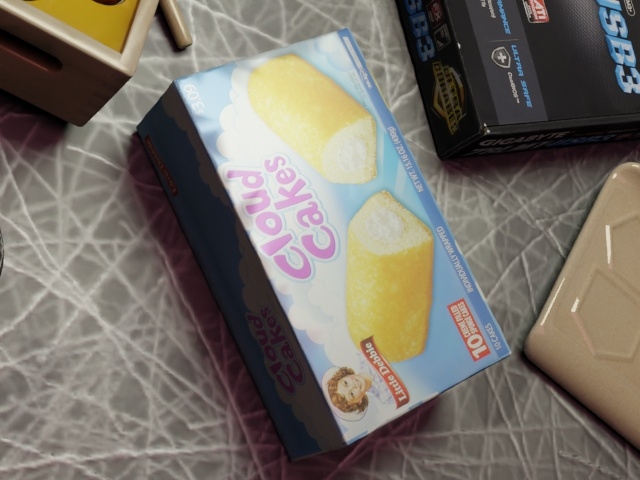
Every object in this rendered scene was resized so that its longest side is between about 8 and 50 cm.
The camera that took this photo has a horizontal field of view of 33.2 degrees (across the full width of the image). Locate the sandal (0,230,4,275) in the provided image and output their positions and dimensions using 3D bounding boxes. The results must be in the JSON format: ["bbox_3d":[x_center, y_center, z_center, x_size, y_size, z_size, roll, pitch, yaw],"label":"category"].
[{"bbox_3d":[-0.373,-0.092,0.582,0.446,0.107,0.167,38,60,-11],"label":"sandal"}]

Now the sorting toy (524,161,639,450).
[{"bbox_3d":[0.280,0.066,0.912,0.193,0.038,0.208,39,65,-11],"label":"sorting toy"}]

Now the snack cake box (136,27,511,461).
[{"bbox_3d":[0.000,0.000,0.755,0.152,0.089,0.264,-23,85,-32],"label":"snack cake box"}]

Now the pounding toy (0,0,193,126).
[{"bbox_3d":[-0.147,-0.191,0.728,0.181,0.094,0.206,27,57,-25],"label":"pounding toy"}]

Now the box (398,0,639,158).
[{"bbox_3d":[0.203,-0.228,0.949,0.293,0.073,0.295,-7,78,-28],"label":"box"}]
